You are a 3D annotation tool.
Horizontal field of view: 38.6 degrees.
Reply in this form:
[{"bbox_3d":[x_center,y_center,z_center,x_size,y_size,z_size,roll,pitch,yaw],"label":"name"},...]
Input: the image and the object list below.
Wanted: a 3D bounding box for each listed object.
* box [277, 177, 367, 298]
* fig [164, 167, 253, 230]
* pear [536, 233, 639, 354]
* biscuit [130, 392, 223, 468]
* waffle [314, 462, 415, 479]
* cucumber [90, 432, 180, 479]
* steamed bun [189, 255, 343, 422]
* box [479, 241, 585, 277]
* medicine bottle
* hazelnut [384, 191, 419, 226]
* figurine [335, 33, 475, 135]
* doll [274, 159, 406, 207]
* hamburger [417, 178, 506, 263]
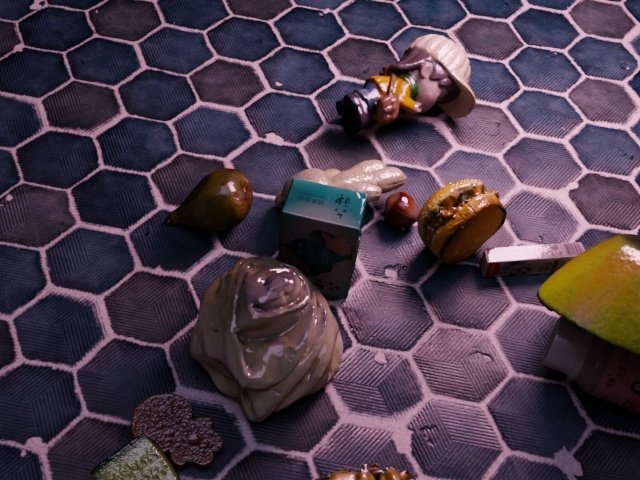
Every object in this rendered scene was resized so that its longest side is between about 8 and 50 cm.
[{"bbox_3d":[0.000,0.000,1.787,0.153,0.245,0.092,12,53,5],"label":"box"},{"bbox_3d":[-0.226,-0.067,1.923,0.126,0.185,0.133,30,37,-32],"label":"fig"},{"bbox_3d":[0.618,0.098,1.687,0.398,0.165,0.399,17,14,-5],"label":"pear"},{"bbox_3d":[-0.259,0.344,1.631,0.175,0.026,0.124,28,58,16],"label":"biscuit"},{"bbox_3d":[0.094,0.540,1.454,0.382,0.095,0.379,41,49,22],"label":"waffle"},{"bbox_3d":[-0.307,0.403,1.547,0.115,0.062,0.116,-37,78,-12],"label":"cucumber"},{"bbox_3d":[-0.089,0.156,1.682,0.268,0.207,0.280,-34,64,-28],"label":"steamed bun"},{"bbox_3d":[0.445,0.040,1.919,0.218,0.055,0.039,-4,52,-9],"label":"box"},{"bbox_3d":[0.553,0.234,1.726,0.247,0.147,0.147,21,53,10],"label":"medicine bottle"},{"bbox_3d":[0.175,-0.063,1.963,0.086,0.086,0.086,3,52,-4],"label":"hazelnut"},{"bbox_3d":[0.197,-0.371,2.137,0.332,0.185,0.204,-10,89,-19],"label":"figurine"},{"bbox_3d":[0.052,-0.099,1.957,0.278,0.175,0.149,-19,85,-25],"label":"doll"},{"bbox_3d":[0.294,-0.048,1.892,0.191,0.182,0.118,-32,65,-7],"label":"hamburger"}]
